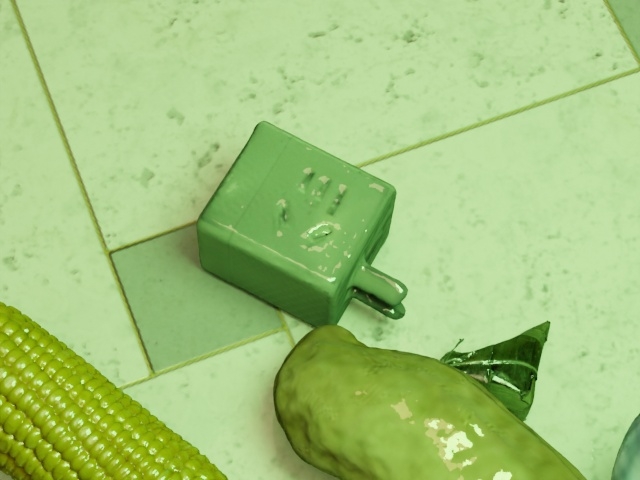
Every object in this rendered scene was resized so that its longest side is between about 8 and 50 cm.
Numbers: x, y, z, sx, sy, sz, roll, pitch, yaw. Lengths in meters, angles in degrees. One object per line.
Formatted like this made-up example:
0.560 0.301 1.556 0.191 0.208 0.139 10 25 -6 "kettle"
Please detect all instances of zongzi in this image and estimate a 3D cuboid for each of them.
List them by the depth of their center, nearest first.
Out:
0.176 0.119 1.528 0.109 0.055 0.119 15 55 6 "zongzi"

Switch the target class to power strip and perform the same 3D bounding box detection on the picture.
0.000 0.000 1.520 0.224 0.139 0.140 27 68 9 "power strip"

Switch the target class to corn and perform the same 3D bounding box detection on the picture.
-0.241 0.193 1.428 0.387 0.144 0.144 36 70 13 "corn"

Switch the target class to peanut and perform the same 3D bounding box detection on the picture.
0.113 0.227 1.417 0.387 0.169 0.192 40 107 19 "peanut"

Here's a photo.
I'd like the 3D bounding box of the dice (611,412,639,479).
0.443 0.260 1.312 0.270 0.271 0.270 3 73 -35 "dice"
